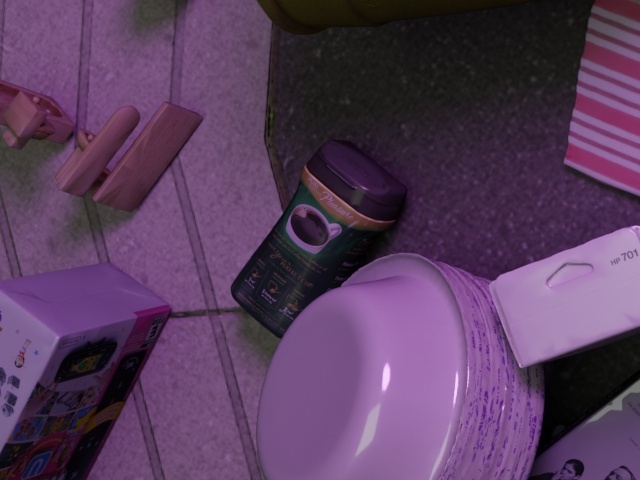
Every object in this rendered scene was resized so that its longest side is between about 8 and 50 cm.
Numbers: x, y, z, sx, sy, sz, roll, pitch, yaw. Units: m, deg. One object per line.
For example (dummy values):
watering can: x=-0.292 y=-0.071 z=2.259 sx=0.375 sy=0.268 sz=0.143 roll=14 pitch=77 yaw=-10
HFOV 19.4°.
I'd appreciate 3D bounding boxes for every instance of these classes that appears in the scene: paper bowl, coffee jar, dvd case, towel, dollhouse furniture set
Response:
paper bowl: x=0.051 y=0.150 z=1.624 sx=0.284 sy=0.148 sz=0.284 roll=-36 pitch=44 yaw=46
coffee jar: x=0.000 y=0.000 z=1.750 sx=0.096 sy=0.079 sz=0.184 roll=41 pitch=110 yaw=22
dvd case: x=0.277 y=0.225 z=1.623 sx=0.238 sy=0.029 sz=0.179 roll=-42 pitch=95 yaw=22
towel: x=0.288 y=-0.120 z=1.594 sx=0.144 sy=0.029 sz=0.197 roll=26 pitch=131 yaw=25
dollhouse furniture set: x=-0.234 y=-0.134 z=1.839 sx=0.123 sy=0.144 sz=0.151 roll=-51 pitch=57 yaw=15

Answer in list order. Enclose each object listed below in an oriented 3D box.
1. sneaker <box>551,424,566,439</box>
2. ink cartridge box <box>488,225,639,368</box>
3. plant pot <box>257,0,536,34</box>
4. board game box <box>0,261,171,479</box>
sneaker: x=0.243 y=0.210 z=1.667 sx=0.069 sy=0.038 sz=0.098 roll=-7 pitch=99 yaw=25
ink cartridge box: x=0.246 y=0.043 z=1.568 sx=0.139 sy=0.190 sz=0.082 roll=-22 pitch=83 yaw=26
plant pot: x=0.153 y=-0.339 z=1.511 sx=0.352 sy=0.366 sz=0.367 roll=6 pitch=96 yaw=21
board game box: x=-0.292 y=0.180 z=1.827 sx=0.097 sy=0.224 sz=0.303 roll=35 pitch=107 yaw=18
